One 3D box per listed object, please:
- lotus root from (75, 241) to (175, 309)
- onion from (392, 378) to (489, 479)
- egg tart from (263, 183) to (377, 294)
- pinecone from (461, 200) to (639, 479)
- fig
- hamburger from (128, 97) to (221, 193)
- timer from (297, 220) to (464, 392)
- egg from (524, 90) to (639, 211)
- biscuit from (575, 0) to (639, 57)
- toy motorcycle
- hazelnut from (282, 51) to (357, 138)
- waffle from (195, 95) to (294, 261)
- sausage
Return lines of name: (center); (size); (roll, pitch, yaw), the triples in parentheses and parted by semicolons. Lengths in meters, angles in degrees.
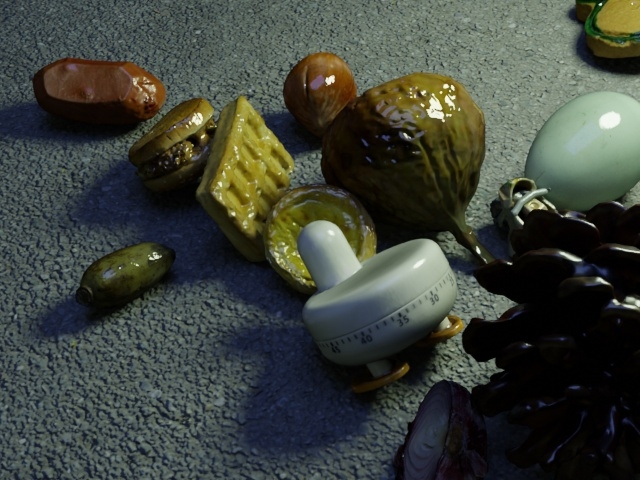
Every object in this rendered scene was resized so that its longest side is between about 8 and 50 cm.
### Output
lotus root: (-0.315, 0.053, 1.728); (0.179, 0.089, 0.080); (-30, 81, -32)
onion: (0.169, 0.293, 1.438); (0.098, 0.151, 0.206); (28, 58, -14)
egg tart: (0.000, 0.000, 1.736); (0.191, 0.074, 0.191); (-1, 78, 5)
pinecone: (0.361, 0.144, 1.380); (0.398, 0.397, 0.397); (-2, 43, 2)
fig: (0.179, -0.091, 1.762); (0.286, 0.286, 0.368); (-25, 71, -21)
hamburger: (-0.247, -0.161, 1.892); (0.182, 0.118, 0.191); (-39, 13, 5)
timer: (0.075, 0.069, 1.577); (0.233, 0.240, 0.233); (-29, 7, 4)
egg: (0.453, -0.146, 1.818); (0.264, 0.183, 0.183); (-37, 53, -25)
biscuit: (0.657, -0.487, 2.202); (0.287, 0.057, 0.344); (20, 51, 43)
toy motorcycle: (0.356, -0.019, 1.726); (0.094, 0.129, 0.229); (-31, 50, -24)
hazelnut: (0.005, -0.266, 1.999); (0.150, 0.150, 0.150); (-2, 43, 2)
waffle: (-0.126, -0.105, 1.828); (0.057, 0.168, 0.274); (-21, 37, 28)
sausage: (-0.425, -0.283, 2.065); (0.258, 0.133, 0.133); (4, 44, 9)
